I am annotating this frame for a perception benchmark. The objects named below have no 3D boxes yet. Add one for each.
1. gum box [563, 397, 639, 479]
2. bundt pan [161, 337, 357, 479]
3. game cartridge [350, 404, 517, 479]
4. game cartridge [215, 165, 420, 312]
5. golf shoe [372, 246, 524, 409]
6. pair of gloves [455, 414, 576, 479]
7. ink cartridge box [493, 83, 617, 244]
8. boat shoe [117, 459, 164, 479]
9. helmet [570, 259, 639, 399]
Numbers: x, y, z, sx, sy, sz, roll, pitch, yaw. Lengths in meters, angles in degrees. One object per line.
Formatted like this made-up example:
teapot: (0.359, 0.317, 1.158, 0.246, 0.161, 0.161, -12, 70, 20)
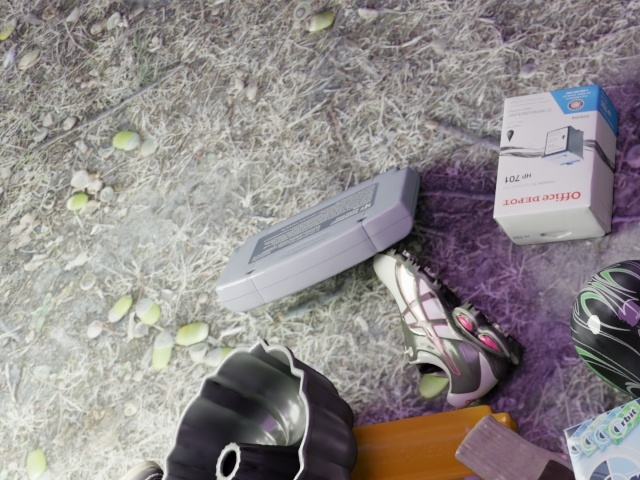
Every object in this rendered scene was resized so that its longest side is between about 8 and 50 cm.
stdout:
gum box: (0.369, 0.274, 1.624, 0.157, 0.041, 0.184, -29, 53, 30)
bundt pan: (-0.069, 0.299, 1.837, 0.331, 0.124, 0.331, -35, 43, 41)
game cartridge: (0.110, 0.373, 1.778, 0.285, 0.052, 0.324, -14, 57, 24)
game cartridge: (0.000, 0.000, 2.007, 0.297, 0.062, 0.198, -25, 21, 17)
golf shoe: (0.139, 0.105, 1.892, 0.120, 0.105, 0.273, -51, 49, 5)
pair of gloves: (0.223, 0.342, 1.678, 0.204, 0.042, 0.240, 28, 64, 11)
ink cartridge box: (0.315, -0.101, 1.920, 0.139, 0.082, 0.191, -7, 58, 28)
boat shoe: (-0.277, 0.438, 1.948, 0.092, 0.103, 0.285, 27, 82, 34)
helmet: (0.378, 0.102, 1.716, 0.161, 0.169, 0.169, 42, 88, 24)
